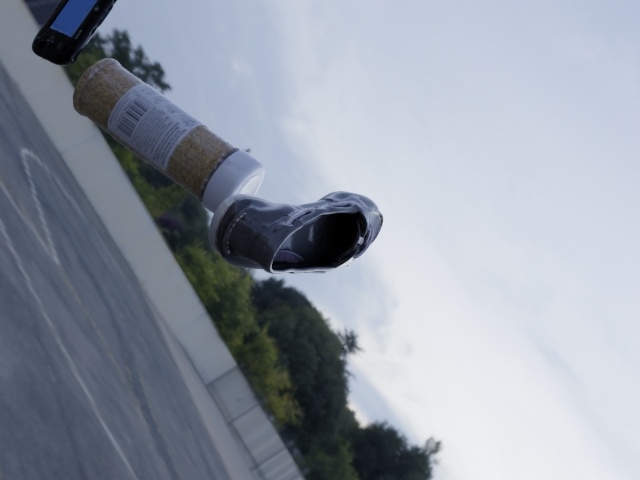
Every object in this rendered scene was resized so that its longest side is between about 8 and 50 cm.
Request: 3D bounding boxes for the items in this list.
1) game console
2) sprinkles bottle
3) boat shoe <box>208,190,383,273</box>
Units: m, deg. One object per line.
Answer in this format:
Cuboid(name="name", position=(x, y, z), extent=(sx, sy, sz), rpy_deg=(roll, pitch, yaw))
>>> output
Cuboid(name="game console", position=(-0.302, -0.414, 1.144), extent=(0.213, 0.361, 0.044), rpy_deg=(27, -8, 44))
Cuboid(name="sprinkles bottle", position=(-0.270, -0.182, 1.352), extent=(0.355, 0.121, 0.121), rpy_deg=(36, -16, 10))
Cuboid(name="boat shoe", position=(0.000, 0.000, 0.976), extent=(0.095, 0.112, 0.335), rpy_deg=(30, 18, 31))
